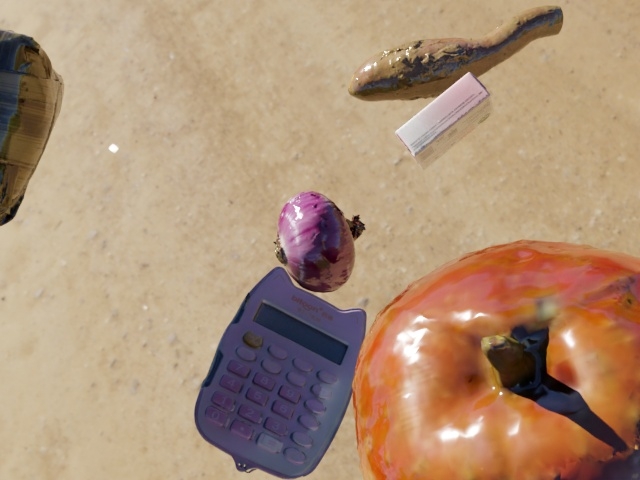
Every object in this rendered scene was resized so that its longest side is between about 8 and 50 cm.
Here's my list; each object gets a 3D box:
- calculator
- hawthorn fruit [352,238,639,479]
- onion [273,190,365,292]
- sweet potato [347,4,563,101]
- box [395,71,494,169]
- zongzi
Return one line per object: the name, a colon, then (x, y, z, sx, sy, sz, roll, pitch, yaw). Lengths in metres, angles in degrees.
calculator: (-0.052, 0.183, 1.134, 0.294, 0.194, 0.043, -65, 5, -36)
hawthorn fruit: (0.147, 0.125, 0.546, 0.275, 0.299, 0.275, -14, 53, 20)
onion: (0.000, 0.000, 0.913, 0.104, 0.115, 0.115, -23, 40, -12)
sweet potato: (0.228, -0.310, 1.436, 0.385, 0.109, 0.109, -15, 48, 12)
box: (0.164, -0.154, 1.096, 0.125, 0.089, 0.043, -39, 75, 6)
zongzi: (-0.459, -0.155, 1.249, 0.288, 0.134, 0.286, -162, 87, -86)
